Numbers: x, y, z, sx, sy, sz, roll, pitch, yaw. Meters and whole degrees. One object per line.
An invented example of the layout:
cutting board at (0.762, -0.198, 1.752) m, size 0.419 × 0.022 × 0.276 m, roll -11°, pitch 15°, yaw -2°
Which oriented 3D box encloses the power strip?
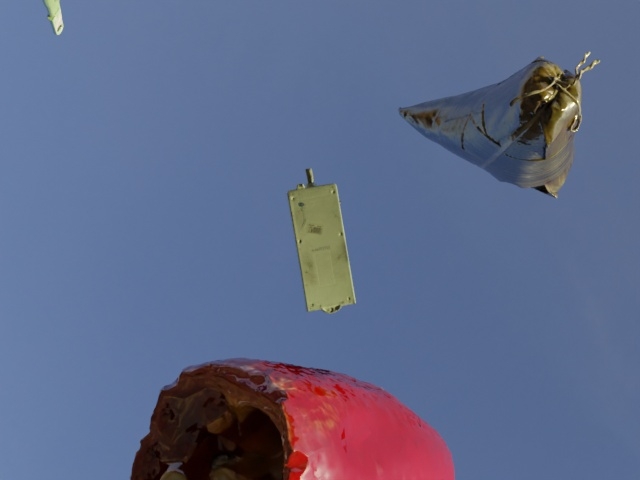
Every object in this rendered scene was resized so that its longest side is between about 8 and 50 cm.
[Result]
power strip at (0.000, 0.000, 0.932) m, size 0.050 × 0.019 × 0.136 m, roll -10°, pitch -90°, yaw -1°

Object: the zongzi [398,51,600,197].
zongzi at (0.148, -0.125, 0.914) m, size 0.184 × 0.187 × 0.084 m, roll 23°, pitch -104°, yaw 15°

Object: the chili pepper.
chili pepper at (0.024, 0.162, 0.689) m, size 0.134 × 0.338 × 0.131 m, roll -9°, pitch -112°, yaw 28°

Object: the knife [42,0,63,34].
knife at (-0.344, -0.302, 1.284) m, size 0.014 × 0.207 × 0.030 m, roll 18°, pitch -98°, yaw -8°
